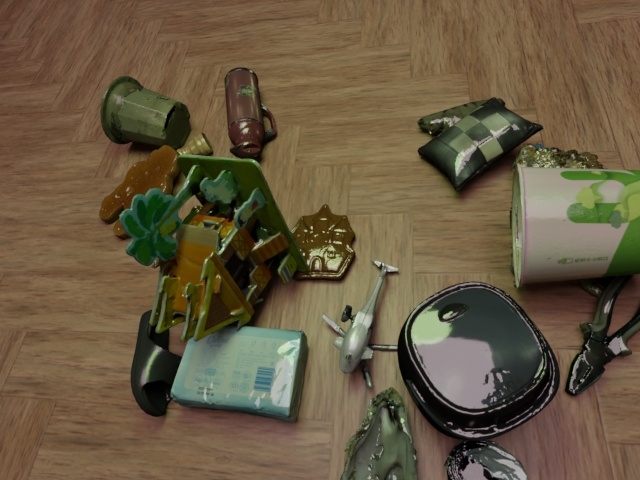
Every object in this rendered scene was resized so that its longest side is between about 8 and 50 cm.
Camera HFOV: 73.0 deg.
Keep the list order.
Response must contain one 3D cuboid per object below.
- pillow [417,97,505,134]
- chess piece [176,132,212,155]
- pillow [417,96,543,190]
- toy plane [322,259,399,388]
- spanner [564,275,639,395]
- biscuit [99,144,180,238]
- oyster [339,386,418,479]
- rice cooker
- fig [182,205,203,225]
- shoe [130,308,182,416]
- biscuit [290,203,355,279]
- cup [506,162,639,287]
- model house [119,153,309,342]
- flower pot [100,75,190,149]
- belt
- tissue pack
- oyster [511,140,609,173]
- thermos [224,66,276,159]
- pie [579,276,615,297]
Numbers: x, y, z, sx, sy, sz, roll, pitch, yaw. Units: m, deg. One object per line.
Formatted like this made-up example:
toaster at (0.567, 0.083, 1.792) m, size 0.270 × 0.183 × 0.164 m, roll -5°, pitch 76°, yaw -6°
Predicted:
pillow at (0.390, -0.327, 1.176) m, size 0.240 × 0.051 × 0.093 m, roll -14°, pitch 67°, yaw 3°
chess piece at (-0.396, -0.272, 1.319) m, size 0.122 × 0.066 × 0.066 m, roll -27°, pitch 58°, yaw 3°
pillow at (0.392, -0.248, 1.086) m, size 0.249 × 0.106 × 0.186 m, roll -35°, pitch 47°, yaw 6°
toy plane at (0.111, 0.157, 0.925) m, size 0.181 × 0.107 × 0.273 m, roll 35°, pitch 68°, yaw 22°
spanner at (0.570, 0.165, 0.843) m, size 0.095 × 0.040 × 0.325 m, roll 36°, pitch 77°, yaw 21°
biscuit at (-0.514, -0.148, 1.262) m, size 0.186 × 0.044 × 0.295 m, roll 40°, pitch 86°, yaw 25°
oyster at (0.094, 0.415, 0.785) m, size 0.199 × 0.087 × 0.252 m, roll -15°, pitch 65°, yaw -7°
rice cooker at (0.267, 0.222, 0.780) m, size 0.266 × 0.225 × 0.268 m, roll -5°, pitch 57°, yaw 8°
fig at (-0.305, -0.025, 1.095) m, size 0.123 × 0.156 × 0.123 m, roll -3°, pitch 57°, yaw 5°
shoe at (-0.350, 0.259, 0.967) m, size 0.092 × 0.108 × 0.241 m, roll -18°, pitch 54°, yaw 6°
biscuit at (0.000, -0.001, 1.082) m, size 0.182 × 0.034 × 0.216 m, roll -1°, pitch 60°, yaw 12°
cup at (0.515, -0.029, 0.840) m, size 0.273 × 0.253 × 0.254 m, roll 0°, pitch 60°, yaw 20°
model house at (-0.226, 0.039, 0.881) m, size 0.242 × 0.358 × 0.313 m, roll 9°, pitch 51°, yaw 27°
flower pot at (-0.527, -0.382, 1.336) m, size 0.202 × 0.212 × 0.213 m, roll 15°, pitch 64°, yaw 12°
belt at (0.289, 0.411, 0.761) m, size 0.139 × 0.058 × 0.105 m, roll 10°, pitch 57°, yaw 22°
tissue pack at (-0.166, 0.276, 0.927) m, size 0.262 × 0.089 × 0.177 m, roll 1°, pitch 57°, yaw 16°
oyster at (0.566, -0.130, 1.001) m, size 0.198 × 0.092 × 0.260 m, roll -36°, pitch 62°, yaw -5°
thermos at (-0.219, -0.369, 1.318) m, size 0.109 × 0.136 × 0.331 m, roll -30°, pitch 53°, yaw 28°
pie at (0.586, 0.082, 0.909) m, size 0.084 × 0.017 × 0.085 m, roll -4°, pitch 61°, yaw 7°
